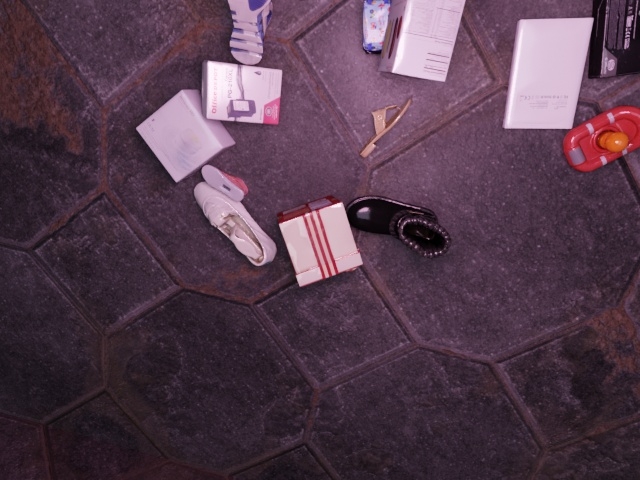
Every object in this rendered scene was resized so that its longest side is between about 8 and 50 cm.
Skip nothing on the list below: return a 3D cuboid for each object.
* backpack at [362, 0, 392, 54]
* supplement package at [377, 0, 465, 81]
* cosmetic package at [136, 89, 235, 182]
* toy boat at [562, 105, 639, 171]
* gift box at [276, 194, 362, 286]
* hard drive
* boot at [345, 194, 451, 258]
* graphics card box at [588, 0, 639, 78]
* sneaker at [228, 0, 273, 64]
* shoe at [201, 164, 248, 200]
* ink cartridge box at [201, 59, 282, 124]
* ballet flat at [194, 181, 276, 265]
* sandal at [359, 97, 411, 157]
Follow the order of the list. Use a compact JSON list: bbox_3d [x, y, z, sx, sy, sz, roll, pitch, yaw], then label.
[{"bbox_3d":[0.215,-0.647,1.245,0.173,0.117,0.159,2,111,5],"label":"backpack"},{"bbox_3d":[0.262,-0.551,1.118,0.149,0.194,0.203,7,111,-8],"label":"supplement package"},{"bbox_3d":[-0.464,-0.364,1.441,0.224,0.138,0.224,-31,103,16],"label":"cosmetic package"},{"bbox_3d":[0.875,-0.303,1.248,0.230,0.151,0.151,-29,103,18],"label":"toy boat"},{"bbox_3d":[0.000,0.000,1.448,0.254,0.276,0.259,-18,103,1],"label":"gift box"},{"bbox_3d":[0.687,-0.502,1.264,0.202,0.040,0.308,3,110,8],"label":"hard drive"},{"bbox_3d":[0.245,-0.053,1.377,0.347,0.260,0.131,6,111,6],"label":"boot"},{"bbox_3d":[0.972,-0.600,1.157,0.370,0.094,0.233,-6,109,10],"label":"graphics card box"},{"bbox_3d":[-0.204,-0.714,1.232,0.127,0.183,0.316,10,149,-11],"label":"sneaker"},{"bbox_3d":[-0.345,-0.214,1.505,0.177,0.081,0.063,37,111,-9],"label":"shoe"},{"bbox_3d":[-0.256,-0.475,1.334,0.236,0.100,0.172,-2,112,-23],"label":"ink cartridge box"},{"bbox_3d":[-0.323,-0.059,1.534,0.139,0.139,0.400,-41,99,20],"label":"ballet flat"},{"bbox_3d":[0.190,-0.386,1.358,0.079,0.088,0.240,35,116,-11],"label":"sandal"}]
